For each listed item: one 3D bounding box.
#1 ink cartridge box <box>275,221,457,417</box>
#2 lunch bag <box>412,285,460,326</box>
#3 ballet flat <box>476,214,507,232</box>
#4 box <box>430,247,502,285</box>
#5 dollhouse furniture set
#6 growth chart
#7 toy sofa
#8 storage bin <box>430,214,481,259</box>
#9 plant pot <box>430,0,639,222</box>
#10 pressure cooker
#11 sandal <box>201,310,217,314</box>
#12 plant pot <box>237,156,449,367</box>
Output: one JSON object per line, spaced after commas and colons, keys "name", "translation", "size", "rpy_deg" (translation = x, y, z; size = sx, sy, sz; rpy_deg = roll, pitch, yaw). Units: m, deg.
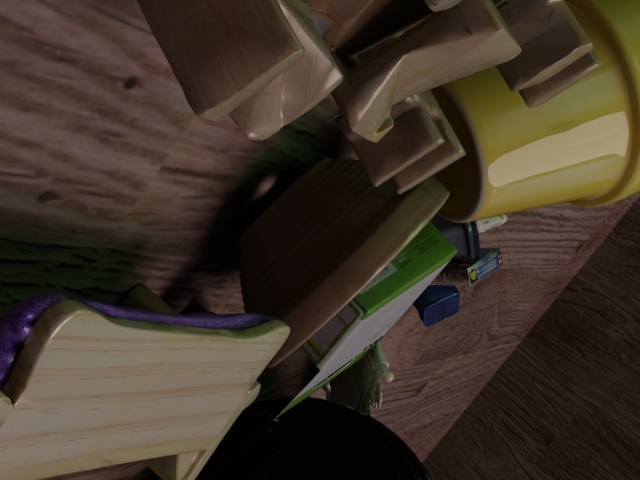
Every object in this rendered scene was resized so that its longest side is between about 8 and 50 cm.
{"name": "ink cartridge box", "translation": [0.026, 0.087, 1.241], "size": [0.188, 0.097, 0.255], "rpy_deg": [-29, 162, -44]}
{"name": "lunch bag", "translation": [0.178, 0.086, 1.597], "size": [0.067, 0.065, 0.098], "rpy_deg": [-24, 154, -7]}
{"name": "ballet flat", "translation": [0.258, -0.064, 1.490], "size": [0.073, 0.067, 0.206], "rpy_deg": [-19, 145, -56]}
{"name": "box", "translation": [0.174, 0.037, 1.420], "size": [0.094, 0.137, 0.027], "rpy_deg": [-25, 107, -47]}
{"name": "dollhouse furniture set", "translation": [0.093, -0.253, 0.680], "size": [0.394, 0.256, 0.362], "rpy_deg": [-32, 165, 18]}
{"name": "growth chart", "translation": [0.049, 0.209, 1.448], "size": [0.021, 0.172, 0.237], "rpy_deg": [0, 137, -18]}
{"name": "toy sofa", "translation": [-0.180, 0.085, 0.719], "size": [0.177, 0.150, 0.362], "rpy_deg": [-57, 160, 7]}
{"name": "storage bin", "translation": [0.152, -0.020, 1.333], "size": [0.091, 0.098, 0.135], "rpy_deg": [-20, 159, 2]}
{"name": "plant pot", "translation": [0.212, -0.136, 1.040], "size": [0.239, 0.254, 0.254], "rpy_deg": [-22, 151, -21]}
{"name": "pressure cooker", "translation": [-0.048, 0.455, 1.353], "size": [0.375, 0.370, 0.420], "rpy_deg": [-32, 151, -30]}
{"name": "sandal", "translation": [-0.125, 0.110, 1.028], "size": [0.240, 0.088, 0.079], "rpy_deg": [117, -9, -50]}
{"name": "plant pot", "translation": [0.000, 0.000, 0.950], "size": [0.237, 0.110, 0.237], "rpy_deg": [-44, -179, 1]}
